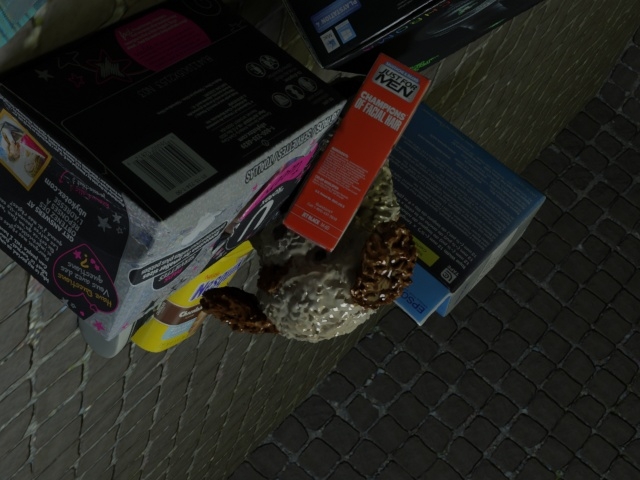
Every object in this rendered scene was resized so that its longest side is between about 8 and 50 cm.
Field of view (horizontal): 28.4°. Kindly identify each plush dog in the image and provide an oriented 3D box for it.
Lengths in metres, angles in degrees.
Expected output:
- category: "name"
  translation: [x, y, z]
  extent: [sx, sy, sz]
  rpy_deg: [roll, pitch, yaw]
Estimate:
- category: "plush dog"
  translation: [0.000, 0.000, 1.249]
  extent: [0.262, 0.210, 0.225]
  rpy_deg: [-22, -135, 31]

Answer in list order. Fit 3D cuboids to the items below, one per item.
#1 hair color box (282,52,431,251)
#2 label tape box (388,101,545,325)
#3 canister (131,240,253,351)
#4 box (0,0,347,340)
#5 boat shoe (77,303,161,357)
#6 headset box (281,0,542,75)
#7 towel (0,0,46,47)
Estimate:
- category: "hair color box"
  translation: [0.031, -0.073, 1.100]
  extent: [0.167, 0.053, 0.093]
  rpy_deg: [-61, 179, -1]
- category: "label tape box"
  translation: [0.131, -0.025, 1.832]
  extent: [0.348, 0.249, 0.115]
  rpy_deg: [-41, 165, -38]
- category: "canister"
  translation: [-0.146, 0.038, 1.435]
  extent: [0.170, 0.073, 0.126]
  rpy_deg: [-55, 167, 26]
- category: "box"
  translation: [-0.124, -0.064, 0.981]
  extent: [0.247, 0.163, 0.142]
  rpy_deg: [-39, 165, -47]
- category: "boat shoe"
  translation: [-0.193, 0.042, 1.283]
  extent: [0.070, 0.078, 0.219]
  rpy_deg: [-41, 173, -34]
- category: "headset box"
  translation: [0.115, -0.262, 1.151]
  extent: [0.246, 0.131, 0.283]
  rpy_deg: [-29, 175, 18]
- category: "towel"
  translation: [-0.124, -0.240, 0.621]
  extent: [0.271, 0.040, 0.370]
  rpy_deg: [-43, 173, -10]
